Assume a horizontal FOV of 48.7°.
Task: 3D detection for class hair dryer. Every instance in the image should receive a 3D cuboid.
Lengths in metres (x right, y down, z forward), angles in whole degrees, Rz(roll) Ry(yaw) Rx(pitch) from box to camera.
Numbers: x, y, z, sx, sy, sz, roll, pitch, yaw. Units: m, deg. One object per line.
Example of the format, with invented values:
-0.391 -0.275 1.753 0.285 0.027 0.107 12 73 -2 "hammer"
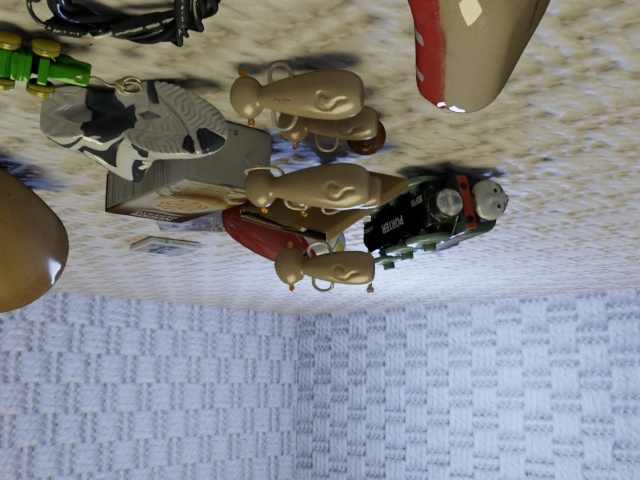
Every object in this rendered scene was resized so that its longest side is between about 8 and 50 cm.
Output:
-0.045 -0.044 1.134 0.224 0.080 0.293 0 -149 -1 "hair dryer"

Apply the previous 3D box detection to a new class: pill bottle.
0.000 0.000 1.542 0.103 0.103 0.184 -1 168 10 "pill bottle"

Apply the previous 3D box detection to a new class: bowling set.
-0.003 -0.092 0.900 0.154 0.287 0.200 1 -158 14 "bowling set"

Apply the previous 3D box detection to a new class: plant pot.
-0.574 -0.033 1.189 0.237 0.237 0.254 2 153 -5 "plant pot"

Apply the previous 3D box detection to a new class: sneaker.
-0.218 -0.132 0.909 0.235 0.094 0.153 -1 170 8 "sneaker"

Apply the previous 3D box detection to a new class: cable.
-0.162 -0.210 0.619 0.151 0.047 0.184 11 165 -42 "cable"

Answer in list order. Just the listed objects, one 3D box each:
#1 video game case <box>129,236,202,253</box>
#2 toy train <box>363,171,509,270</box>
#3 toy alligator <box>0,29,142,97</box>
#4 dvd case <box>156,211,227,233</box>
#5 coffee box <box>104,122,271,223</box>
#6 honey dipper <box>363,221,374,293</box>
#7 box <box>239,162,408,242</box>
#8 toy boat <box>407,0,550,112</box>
-0.413 0.018 1.883 0.143 0.019 0.157 8 167 -33 "video game case"
0.197 -0.038 1.293 0.190 0.142 0.334 -8 171 -20 "toy train"
-0.288 -0.186 0.754 0.190 0.056 0.051 5 -150 -28 "toy alligator"
-0.277 -0.046 1.548 0.165 0.018 0.221 2 169 -7 "dvd case"
-0.202 -0.099 1.056 0.141 0.098 0.246 9 166 -39 "coffee box"
0.110 0.039 1.587 0.031 0.160 0.030 0 168 0 "honey dipper"
0.008 -0.062 1.048 0.164 0.021 0.201 16 -146 36 "box"
0.085 -0.200 0.501 0.151 0.151 0.231 28 174 13 "toy boat"
